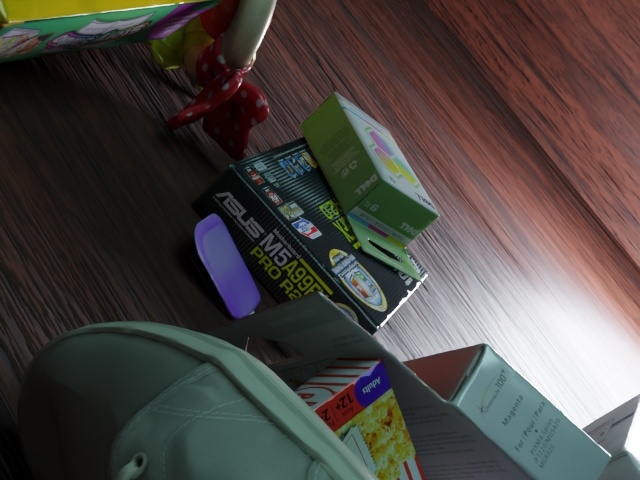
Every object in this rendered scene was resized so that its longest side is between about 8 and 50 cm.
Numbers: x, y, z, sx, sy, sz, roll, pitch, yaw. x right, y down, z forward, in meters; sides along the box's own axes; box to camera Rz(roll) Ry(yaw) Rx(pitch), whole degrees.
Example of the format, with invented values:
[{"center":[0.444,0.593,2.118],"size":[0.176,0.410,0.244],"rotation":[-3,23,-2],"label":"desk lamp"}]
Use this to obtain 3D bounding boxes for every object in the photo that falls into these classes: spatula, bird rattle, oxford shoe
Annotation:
[{"center":[-0.018,0.100,1.173],"size":[0.296,0.030,0.084],"rotation":[48,20,1],"label":"spatula"},{"center":[-0.111,-0.220,1.379],"size":[0.143,0.207,0.253],"rotation":[21,17,-17],"label":"bird rattle"},{"center":[-0.054,0.160,0.623],"size":[0.130,0.169,0.449],"rotation":[-8,25,-37],"label":"oxford shoe"}]

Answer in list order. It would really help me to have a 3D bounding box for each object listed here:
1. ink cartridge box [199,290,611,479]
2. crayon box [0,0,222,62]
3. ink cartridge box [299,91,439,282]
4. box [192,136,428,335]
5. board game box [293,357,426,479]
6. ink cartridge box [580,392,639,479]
[{"center":[0.037,0.115,0.952],"size":[0.239,0.275,0.060],"rotation":[43,63,-13],"label":"ink cartridge box"},{"center":[-0.274,-0.328,1.179],"size":[0.313,0.106,0.363],"rotation":[62,28,0],"label":"crayon box"},{"center":[0.063,-0.060,1.434],"size":[0.109,0.062,0.209],"rotation":[30,25,-44],"label":"ink cartridge box"},{"center":[0.000,0.000,1.364],"size":[0.216,0.060,0.270],"rotation":[48,19,3],"label":"box"},{"center":[0.010,0.192,0.806],"size":[0.147,0.045,0.193],"rotation":[-33,109,-39],"label":"board game box"},{"center":[0.358,0.305,1.412],"size":[0.207,0.117,0.283],"rotation":[57,19,5],"label":"ink cartridge box"}]
